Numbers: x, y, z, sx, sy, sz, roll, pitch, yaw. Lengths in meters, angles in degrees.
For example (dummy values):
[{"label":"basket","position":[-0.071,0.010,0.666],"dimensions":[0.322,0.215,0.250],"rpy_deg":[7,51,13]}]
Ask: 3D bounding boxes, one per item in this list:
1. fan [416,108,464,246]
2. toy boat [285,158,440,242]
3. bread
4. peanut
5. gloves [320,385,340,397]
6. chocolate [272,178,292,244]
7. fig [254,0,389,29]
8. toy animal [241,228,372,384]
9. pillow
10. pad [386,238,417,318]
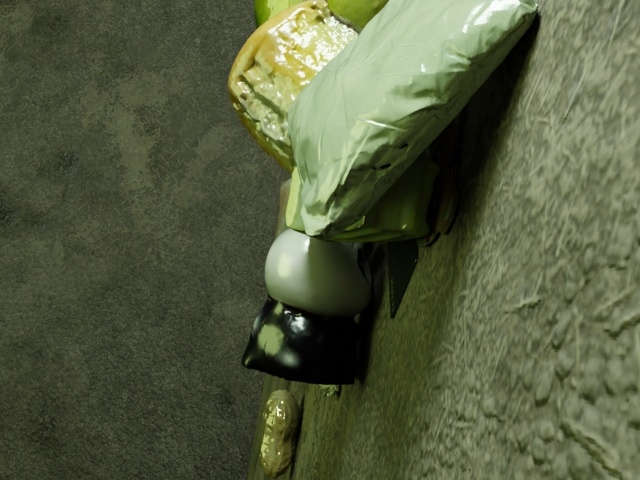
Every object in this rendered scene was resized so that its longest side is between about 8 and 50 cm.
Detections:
[{"label":"fan","position":[0.119,-0.052,0.793],"dimensions":[0.227,0.008,0.153],"rpy_deg":[122,157,-69]},{"label":"toy boat","position":[0.027,-0.053,0.833],"dimensions":[0.276,0.084,0.111],"rpy_deg":[6,89,62]},{"label":"bread","position":[-0.041,-0.208,0.995],"dimensions":[0.204,0.162,0.262],"rpy_deg":[45,132,27]},{"label":"peanut","position":[-0.090,0.432,1.548],"dimensions":[0.093,0.083,0.194],"rpy_deg":[-15,64,44]},{"label":"gloves","position":[0.010,0.234,1.154],"dimensions":[0.044,0.037,0.081],"rpy_deg":[65,173,-25]},{"label":"chocolate","position":[0.000,-0.001,1.231],"dimensions":[0.083,0.161,0.262],"rpy_deg":[-41,38,48]},{"label":"fig","position":[0.043,-0.406,1.110],"dimensions":[0.326,0.258,0.258],"rpy_deg":[-56,16,25]},{"label":"toy animal","position":[-0.009,0.087,1.017],"dimensions":[0.187,0.165,0.235],"rpy_deg":[-175,99,-78]},{"label":"pillow","position":[0.062,-0.166,0.700],"dimensions":[0.281,0.076,0.274],"rpy_deg":[-46,28,21]},{"label":"pad","position":[0.102,0.011,0.882],"dimensions":[0.157,0.003,0.112],"rpy_deg":[-87,9,-50]}]
